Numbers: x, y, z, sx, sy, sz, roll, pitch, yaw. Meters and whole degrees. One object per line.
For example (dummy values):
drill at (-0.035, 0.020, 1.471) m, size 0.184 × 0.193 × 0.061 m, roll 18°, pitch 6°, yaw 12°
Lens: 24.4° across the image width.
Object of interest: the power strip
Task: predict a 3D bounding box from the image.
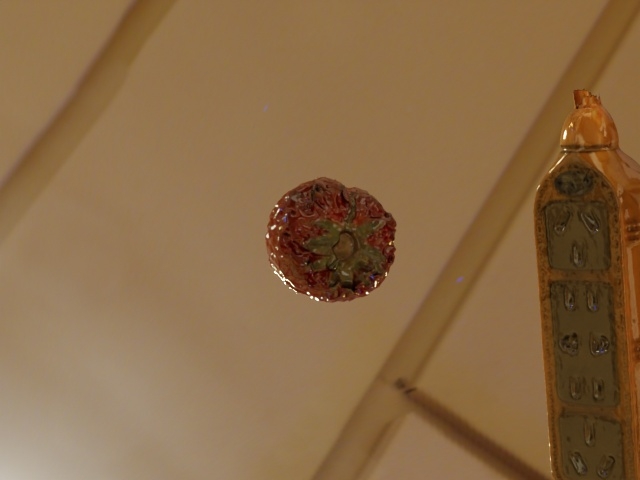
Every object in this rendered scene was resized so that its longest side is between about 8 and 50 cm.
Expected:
power strip at (0.117, 0.025, 0.622) m, size 0.028 × 0.049 × 0.178 m, roll -9°, pitch -84°, yaw -46°

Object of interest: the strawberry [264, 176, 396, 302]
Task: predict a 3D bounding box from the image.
strawberry at (0.000, 0.000, 0.824) m, size 0.073 × 0.083 × 0.073 m, roll 0°, pitch -90°, yaw -23°
